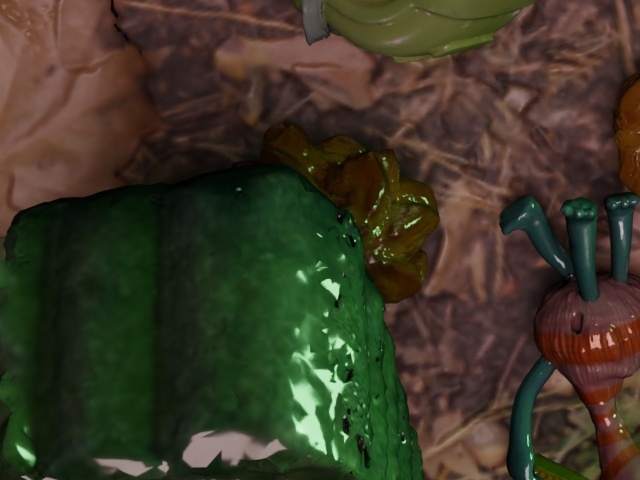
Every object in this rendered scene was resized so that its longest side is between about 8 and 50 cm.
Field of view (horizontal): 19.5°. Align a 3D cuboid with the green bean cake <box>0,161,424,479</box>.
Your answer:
[{"bbox_3d":[-0.111,0.122,0.890,0.308,0.169,0.300,-7,146,9],"label":"green bean cake"}]

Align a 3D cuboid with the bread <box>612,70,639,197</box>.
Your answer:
[{"bbox_3d":[0.189,-0.057,0.964,0.081,0.046,0.083,21,105,-9],"label":"bread"}]

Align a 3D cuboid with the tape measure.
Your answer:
[{"bbox_3d":[0.039,-0.161,0.859,0.087,0.154,0.177,-20,128,-39],"label":"tape measure"}]

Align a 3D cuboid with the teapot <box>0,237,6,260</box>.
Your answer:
[{"bbox_3d":[-0.173,0.032,0.973,0.067,0.083,0.057,-28,101,11],"label":"teapot"}]

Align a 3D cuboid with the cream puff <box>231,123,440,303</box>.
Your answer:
[{"bbox_3d":[0.000,0.000,0.958,0.122,0.094,0.116,-2,110,-4],"label":"cream puff"}]

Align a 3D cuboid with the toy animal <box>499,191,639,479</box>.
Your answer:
[{"bbox_3d":[0.141,0.077,0.970,0.103,0.100,0.208,-13,95,-1],"label":"toy animal"}]
